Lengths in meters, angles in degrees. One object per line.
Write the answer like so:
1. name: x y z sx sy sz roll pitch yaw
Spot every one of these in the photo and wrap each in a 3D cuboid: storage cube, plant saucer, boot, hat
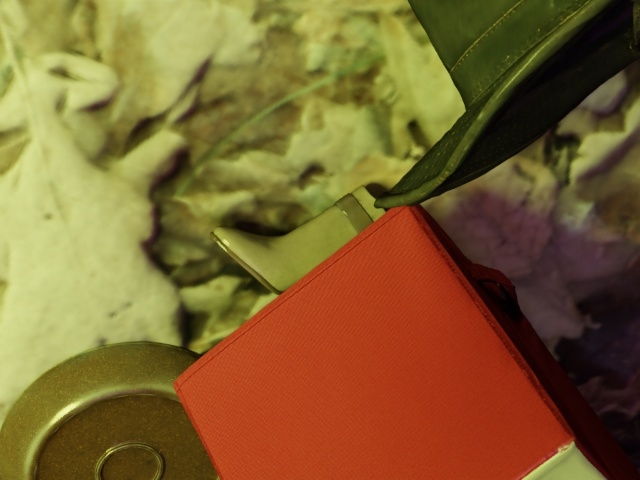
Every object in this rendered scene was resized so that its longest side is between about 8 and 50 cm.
1. storage cube: 0.061 0.131 0.862 0.215 0.193 0.184 -39 142 8
2. plant saucer: -0.127 0.143 0.939 0.168 0.029 0.168 -8 121 -13
3. boot: 0.000 0.000 0.886 0.087 0.042 0.118 -47 124 6
4. hat: 0.130 -0.156 0.746 0.331 0.331 0.134 -38 86 8
